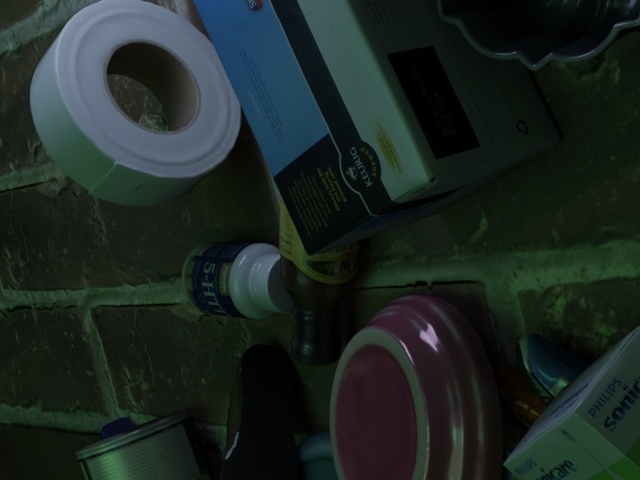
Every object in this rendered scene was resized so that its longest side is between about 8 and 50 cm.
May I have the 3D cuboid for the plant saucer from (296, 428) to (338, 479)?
[{"bbox_3d":[0.024,0.429,1.565,0.317,0.043,0.318,-4,83,40],"label":"plant saucer"}]

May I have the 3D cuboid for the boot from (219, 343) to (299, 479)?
[{"bbox_3d":[-0.098,0.315,1.625,0.115,0.112,0.305,124,155,-54],"label":"boot"}]

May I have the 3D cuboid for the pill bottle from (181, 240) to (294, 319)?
[{"bbox_3d":[-0.106,0.058,1.600,0.186,0.112,0.112,1,104,47],"label":"pill bottle"}]

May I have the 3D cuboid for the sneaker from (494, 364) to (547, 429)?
[{"bbox_3d":[0.275,0.205,1.285,0.175,0.064,0.067,46,113,20],"label":"sneaker"}]

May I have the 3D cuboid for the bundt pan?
[{"bbox_3d":[0.242,-0.337,1.068,0.331,0.124,0.331,20,117,44],"label":"bundt pan"}]

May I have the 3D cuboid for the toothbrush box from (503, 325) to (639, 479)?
[{"bbox_3d":[0.343,0.244,1.047,0.283,0.122,0.206,40,156,10],"label":"toothbrush box"}]

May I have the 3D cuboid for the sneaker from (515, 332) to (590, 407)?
[{"bbox_3d":[0.309,0.169,1.218,0.211,0.080,0.081,41,125,18],"label":"sneaker"}]

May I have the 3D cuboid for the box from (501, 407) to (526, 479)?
[{"bbox_3d":[0.205,0.253,1.332,0.179,0.043,0.105,-128,33,-64],"label":"box"}]

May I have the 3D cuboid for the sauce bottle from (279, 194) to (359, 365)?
[{"bbox_3d":[0.000,0.000,1.468,0.111,0.111,0.344,22,121,42],"label":"sauce bottle"}]

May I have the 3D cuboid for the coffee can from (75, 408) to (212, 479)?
[{"bbox_3d":[-0.272,0.448,1.852,0.201,0.201,0.275,-24,85,49],"label":"coffee can"}]

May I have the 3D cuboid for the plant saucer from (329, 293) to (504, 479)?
[{"bbox_3d":[0.101,0.233,1.370,0.332,0.084,0.332,-179,90,-64],"label":"plant saucer"}]

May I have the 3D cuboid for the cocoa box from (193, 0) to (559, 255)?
[{"bbox_3d":[0.056,-0.196,1.239,0.228,0.231,0.347,-33,79,49],"label":"cocoa box"}]

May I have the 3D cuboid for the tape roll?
[{"bbox_3d":[-0.256,-0.192,1.544,0.100,0.286,0.286,-33,79,47],"label":"tape roll"}]

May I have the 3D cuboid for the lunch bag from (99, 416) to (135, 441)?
[{"bbox_3d":[-0.362,0.385,2.031,0.098,0.067,0.065,40,130,30],"label":"lunch bag"}]
